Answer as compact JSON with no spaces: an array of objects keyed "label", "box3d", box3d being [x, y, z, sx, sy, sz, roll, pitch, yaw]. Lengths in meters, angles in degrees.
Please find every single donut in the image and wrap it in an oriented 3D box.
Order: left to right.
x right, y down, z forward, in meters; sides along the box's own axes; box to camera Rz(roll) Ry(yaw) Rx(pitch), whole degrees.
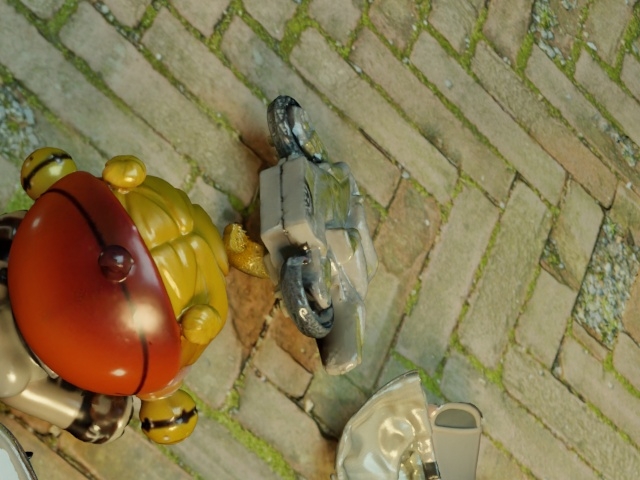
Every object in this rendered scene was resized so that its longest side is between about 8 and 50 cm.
[{"label":"donut","box3d":[-0.084,0.013,1.762,0.067,0.083,0.038,17,69,5]}]

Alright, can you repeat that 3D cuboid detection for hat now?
[{"label":"hat","box3d":[0.115,0.284,1.778,0.226,0.164,0.220,57,24,-63]}]

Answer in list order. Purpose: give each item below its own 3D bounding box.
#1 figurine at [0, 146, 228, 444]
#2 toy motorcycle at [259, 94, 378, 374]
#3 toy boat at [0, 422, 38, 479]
[{"label":"figurine","box3d":[-0.214,0.053,1.448,0.196,0.323,0.320,-24,83,-45]},{"label":"toy motorcycle","box3d":[0.000,0.000,1.786,0.223,0.107,0.341,53,24,-44]},{"label":"toy boat","box3d":[-0.297,0.274,1.398,0.140,0.140,0.269,-17,79,-44]}]
